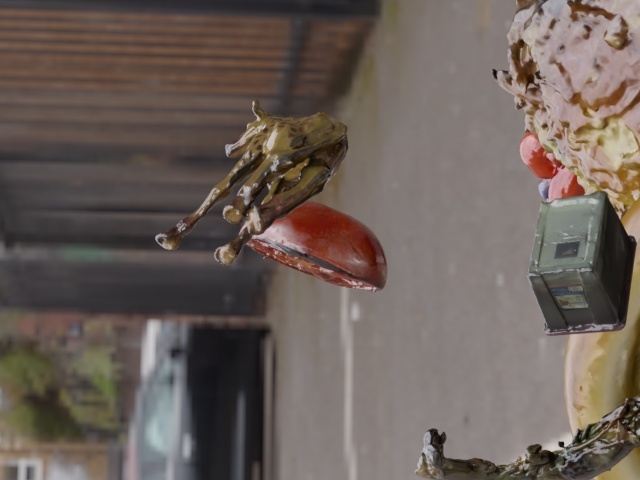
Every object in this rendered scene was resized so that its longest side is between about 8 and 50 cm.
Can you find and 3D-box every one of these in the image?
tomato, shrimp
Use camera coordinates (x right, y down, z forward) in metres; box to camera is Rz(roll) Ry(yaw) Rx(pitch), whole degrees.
[{"bbox_3d":[-0.003,-0.002,2.094,0.082,0.174,0.166,-68,18,-7],"label":"tomato"},{"bbox_3d":[0.146,0.137,1.186,0.195,0.148,0.035,-40,45,47],"label":"shrimp"}]

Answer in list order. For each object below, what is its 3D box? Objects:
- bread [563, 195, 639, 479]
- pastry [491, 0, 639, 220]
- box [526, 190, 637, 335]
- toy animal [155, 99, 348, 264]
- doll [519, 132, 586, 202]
[{"bbox_3d":[0.408,0.073,1.524,0.424,0.329,0.245,-63,-15,19],"label":"bread"},{"bbox_3d":[0.390,-0.224,2.035,0.292,0.337,0.405,7,-75,-64],"label":"pastry"},{"bbox_3d":[0.178,0.014,1.196,0.063,0.060,0.084,58,-143,-39],"label":"box"},{"bbox_3d":[-0.036,-0.061,1.299,0.054,0.149,0.275,50,-156,-15],"label":"toy animal"},{"bbox_3d":[0.386,-0.045,2.407,0.130,0.290,0.161,-47,25,3],"label":"doll"}]
